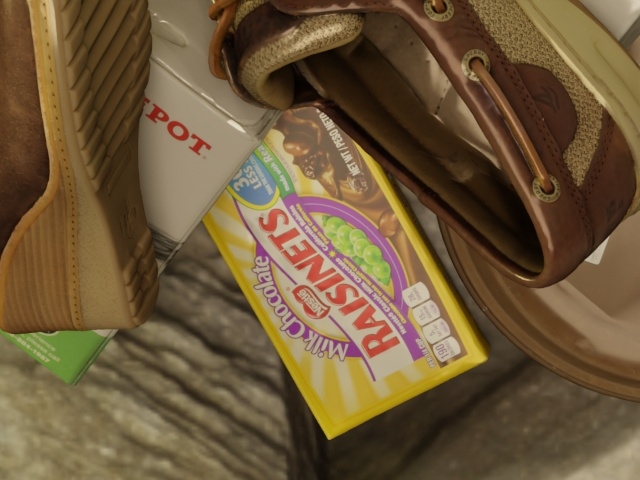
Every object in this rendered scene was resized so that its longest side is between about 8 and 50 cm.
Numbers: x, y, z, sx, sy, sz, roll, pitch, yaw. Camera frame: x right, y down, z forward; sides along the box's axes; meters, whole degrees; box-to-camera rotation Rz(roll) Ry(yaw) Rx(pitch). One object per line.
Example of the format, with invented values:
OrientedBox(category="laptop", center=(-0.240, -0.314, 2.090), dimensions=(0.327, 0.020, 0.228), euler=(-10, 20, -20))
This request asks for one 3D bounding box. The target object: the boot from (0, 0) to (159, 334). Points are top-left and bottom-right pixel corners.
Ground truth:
OrientedBox(category="boot", center=(-0.184, -0.062, 0.894), dimensions=(0.207, 0.090, 0.248), euler=(11, 130, 16))

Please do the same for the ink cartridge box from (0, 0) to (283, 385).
OrientedBox(category="ink cartridge box", center=(-0.127, -0.054, 0.994), dimensions=(0.160, 0.092, 0.219), euler=(38, 129, -4))

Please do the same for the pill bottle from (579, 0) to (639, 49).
OrientedBox(category="pill bottle", center=(0.082, -0.187, 0.952), dimensions=(0.221, 0.121, 0.121), euler=(42, 104, 7))

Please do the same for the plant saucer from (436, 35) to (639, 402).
OrientedBox(category="plant saucer", center=(0.197, -0.039, 1.037), dimensions=(0.278, 0.041, 0.278), euler=(1, 104, 5))

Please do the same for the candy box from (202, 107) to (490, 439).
OrientedBox(category="candy box", center=(0.000, 0.000, 1.071), dimensions=(0.105, 0.027, 0.206), euler=(-28, 99, 14))

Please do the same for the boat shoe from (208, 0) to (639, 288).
OrientedBox(category="boat shoe", center=(0.007, -0.113, 0.887), dimensions=(0.342, 0.123, 0.123), euler=(46, 143, 1))
